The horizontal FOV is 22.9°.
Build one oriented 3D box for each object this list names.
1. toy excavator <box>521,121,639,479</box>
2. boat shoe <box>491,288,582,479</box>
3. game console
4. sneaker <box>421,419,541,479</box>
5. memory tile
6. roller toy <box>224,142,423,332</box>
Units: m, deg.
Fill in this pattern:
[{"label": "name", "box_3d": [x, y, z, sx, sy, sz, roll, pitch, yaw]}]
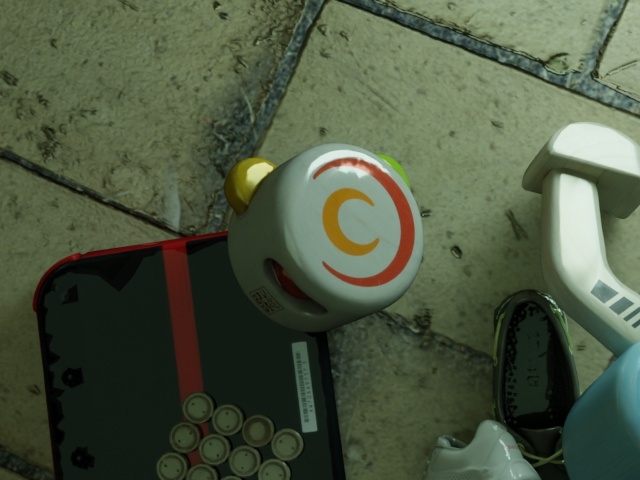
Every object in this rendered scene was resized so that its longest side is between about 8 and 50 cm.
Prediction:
[{"label": "toy excavator", "box_3d": [0.344, 0.130, 1.625, 0.445, 0.222, 0.433, 36, 56, 2]}, {"label": "boat shoe", "box_3d": [0.239, 0.204, 1.735, 0.109, 0.091, 0.305, -7, 84, 10]}, {"label": "game console", "box_3d": [-0.153, 0.188, 1.836, 0.342, 0.060, 0.386, -8, 84, 4]}, {"label": "sneaker", "box_3d": [0.143, 0.277, 1.738, 0.232, 0.090, 0.115, -41, 51, 31]}, {"label": "memory tile", "box_3d": [-0.103, 0.243, 1.791, 0.148, 0.012, 0.113, 22, 87, 7]}, {"label": "roller toy", "box_3d": [0.000, 0.000, 1.741, 0.209, 0.146, 0.191, 3, 74, -31]}]
